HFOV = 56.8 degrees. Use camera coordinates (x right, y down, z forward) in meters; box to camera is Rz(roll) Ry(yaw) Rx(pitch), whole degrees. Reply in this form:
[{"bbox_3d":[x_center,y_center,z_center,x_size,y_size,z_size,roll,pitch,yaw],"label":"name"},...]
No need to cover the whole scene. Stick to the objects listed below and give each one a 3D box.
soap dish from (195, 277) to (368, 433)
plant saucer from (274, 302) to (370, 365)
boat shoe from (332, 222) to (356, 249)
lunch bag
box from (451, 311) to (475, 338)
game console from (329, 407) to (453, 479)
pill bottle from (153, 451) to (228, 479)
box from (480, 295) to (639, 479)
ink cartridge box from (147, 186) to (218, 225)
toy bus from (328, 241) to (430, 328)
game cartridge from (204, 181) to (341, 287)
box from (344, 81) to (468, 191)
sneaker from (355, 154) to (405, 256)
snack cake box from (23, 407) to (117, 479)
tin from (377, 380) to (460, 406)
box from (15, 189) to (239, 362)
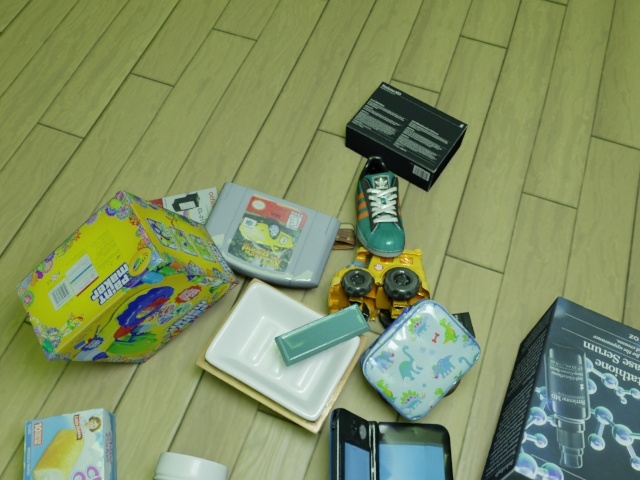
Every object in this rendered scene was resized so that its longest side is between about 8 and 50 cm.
[{"bbox_3d":[-0.078,0.242,1.257,0.291,0.118,0.229,27,64,12],"label":"soap dish"},{"bbox_3d":[0.005,0.189,1.212,0.192,0.018,0.067,-22,65,-13],"label":"plant saucer"},{"bbox_3d":[0.000,0.000,1.419,0.178,0.064,0.060,-7,60,-8],"label":"boat shoe"},{"bbox_3d":[0.200,0.236,1.209,0.176,0.090,0.219,44,87,2],"label":"lunch bag"},{"bbox_3d":[0.302,0.203,1.308,0.052,0.083,0.062,-7,63,-4],"label":"box"},{"bbox_3d":[0.140,0.478,1.115,0.173,0.250,0.293,-12,59,22],"label":"game console"},{"bbox_3d":[-0.266,0.543,1.067,0.160,0.160,0.283,11,62,4],"label":"pill bottle"},{"bbox_3d":[0.512,0.358,1.124,0.294,0.212,0.395,24,53,11],"label":"box"},{"bbox_3d":[-0.320,-0.046,1.429,0.175,0.072,0.127,-14,63,-9],"label":"ink cartridge box"},{"bbox_3d":[0.132,0.079,1.347,0.220,0.149,0.211,2,48,2],"label":"toy bus"},{"bbox_3d":[-0.120,-0.005,1.353,0.294,0.060,0.196,18,71,4],"label":"game cartridge"},{"bbox_3d":[0.222,-0.275,1.552,0.261,0.103,0.184,32,69,15],"label":"box"},{"bbox_3d":[0.134,-0.088,1.380,0.108,0.121,0.302,-3,38,-6],"label":"sneaker"},{"bbox_3d":[-0.478,0.473,1.138,0.152,0.089,0.264,-10,63,-6],"label":"snack cake box"},{"bbox_3d":[0.214,0.299,1.283,0.190,0.040,0.106,-15,67,-10],"label":"tin"},{"bbox_3d":[-0.374,0.087,1.185,0.290,0.279,0.177,-40,67,10],"label":"box"}]
